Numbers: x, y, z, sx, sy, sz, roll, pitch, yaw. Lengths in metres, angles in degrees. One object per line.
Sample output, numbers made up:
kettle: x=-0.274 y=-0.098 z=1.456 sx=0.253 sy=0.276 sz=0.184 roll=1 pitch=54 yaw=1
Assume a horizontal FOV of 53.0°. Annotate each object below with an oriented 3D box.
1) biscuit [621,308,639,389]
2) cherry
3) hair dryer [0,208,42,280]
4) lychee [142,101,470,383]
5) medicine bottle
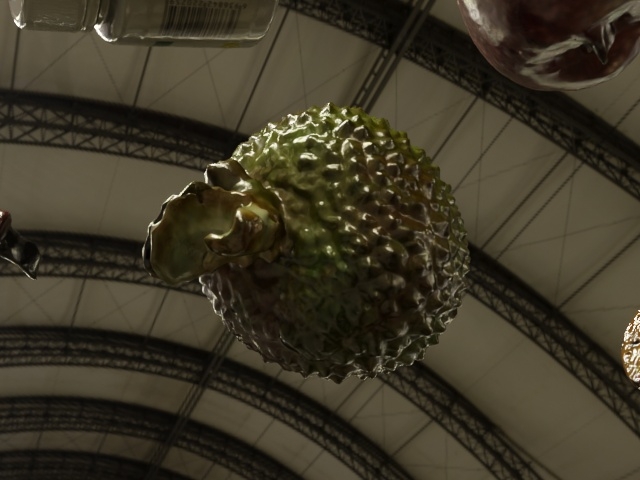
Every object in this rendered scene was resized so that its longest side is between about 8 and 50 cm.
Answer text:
biscuit: x=0.495 y=0.122 z=0.844 sx=0.036 sy=0.212 sz=0.212 roll=45 pitch=-56 yaw=-14
cherry: x=0.241 y=-0.286 z=0.669 sx=0.202 sy=0.301 sz=0.230 roll=-21 pitch=-24 yaw=23
hair dryer: x=-0.380 y=-0.051 z=0.485 sx=0.312 sy=0.123 sz=0.340 roll=-12 pitch=-38 yaw=35
lychee: x=0.006 y=0.003 z=0.620 sx=0.269 sy=0.270 sz=0.320 roll=-17 pitch=-44 yaw=21
medicine bottle: x=-0.246 y=-0.378 z=0.892 sx=0.339 sy=0.208 sz=0.208 roll=-9 pitch=-39 yaw=-31
